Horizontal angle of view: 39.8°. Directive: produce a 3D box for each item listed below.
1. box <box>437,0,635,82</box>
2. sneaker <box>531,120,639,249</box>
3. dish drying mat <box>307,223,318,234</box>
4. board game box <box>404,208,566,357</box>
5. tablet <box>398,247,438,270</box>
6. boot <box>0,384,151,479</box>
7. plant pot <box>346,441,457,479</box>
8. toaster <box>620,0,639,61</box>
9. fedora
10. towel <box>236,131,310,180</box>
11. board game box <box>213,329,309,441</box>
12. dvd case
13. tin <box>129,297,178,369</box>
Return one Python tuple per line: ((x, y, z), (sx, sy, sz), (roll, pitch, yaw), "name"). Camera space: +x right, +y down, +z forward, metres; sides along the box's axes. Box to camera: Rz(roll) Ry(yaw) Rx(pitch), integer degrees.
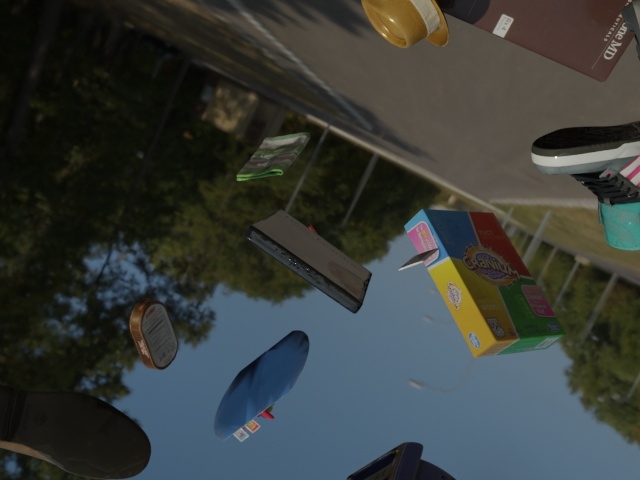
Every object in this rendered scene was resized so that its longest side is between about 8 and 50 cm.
((0.389, -0.459, 1.597), (0.381, 0.191, 0.143), (22, -141, -3), "box")
((0.417, -0.072, 1.256), (0.296, 0.178, 0.124), (-8, -161, -26), "sneaker")
((0.000, 0.000, 1.834), (0.083, 0.008, 0.032), (54, -178, -14), "dish drying mat")
((0.336, 0.081, 1.809), (0.242, 0.064, 0.316), (0, -127, -42), "board game box")
((0.176, 0.033, 1.595), (0.083, 0.054, 0.006), (-30, -83, -59), "tablet")
((-0.402, 0.279, 1.307), (0.305, 0.112, 0.115), (20, 156, -16), "boot")
((0.161, 0.565, 1.801), (0.212, 0.236, 0.236), (52, -158, -3), "plant pot")
((0.454, -0.207, 1.041), (0.146, 0.227, 0.129), (-19, 141, 25), "toaster")
((0.132, -0.389, 1.495), (0.194, 0.079, 0.194), (48, 175, 6), "fedora")
((-0.094, -0.171, 1.774), (0.113, 0.023, 0.152), (-8, -150, 29), "towel")
((-0.064, 0.188, 1.114), (0.033, 0.169, 0.133), (44, -158, -19), "board game box")
((-0.009, 0.023, 1.263), (0.180, 0.022, 0.253), (34, -171, 1), "dvd case")
((-0.397, 0.226, 2.123), (0.040, 0.189, 0.106), (5, -144, 28), "tin")
